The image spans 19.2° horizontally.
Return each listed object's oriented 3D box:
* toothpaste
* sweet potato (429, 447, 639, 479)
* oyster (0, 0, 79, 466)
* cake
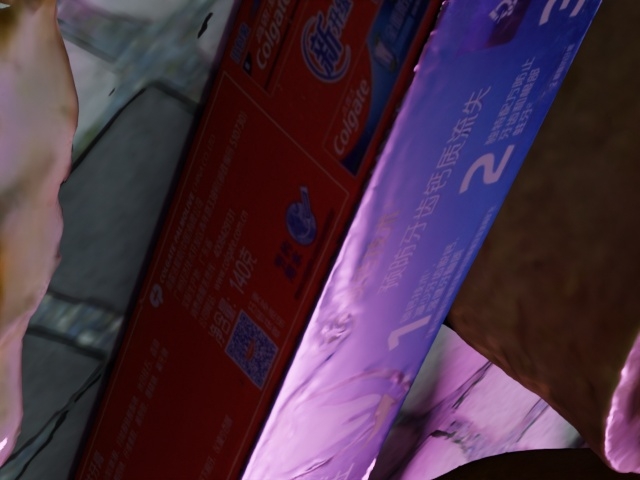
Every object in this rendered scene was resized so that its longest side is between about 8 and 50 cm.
[{"bbox_3d":[0.001,0.000,0.551,0.076,0.066,0.320,-18,143,-42],"label":"toothpaste"},{"bbox_3d":[0.084,0.116,0.765,0.244,0.077,0.077,-33,164,37],"label":"sweet potato"},{"bbox_3d":[-0.148,0.057,0.404,0.201,0.107,0.354,-39,148,-60],"label":"oyster"},{"bbox_3d":[0.149,0.007,0.651,0.207,0.178,0.185,-47,154,10],"label":"cake"}]
